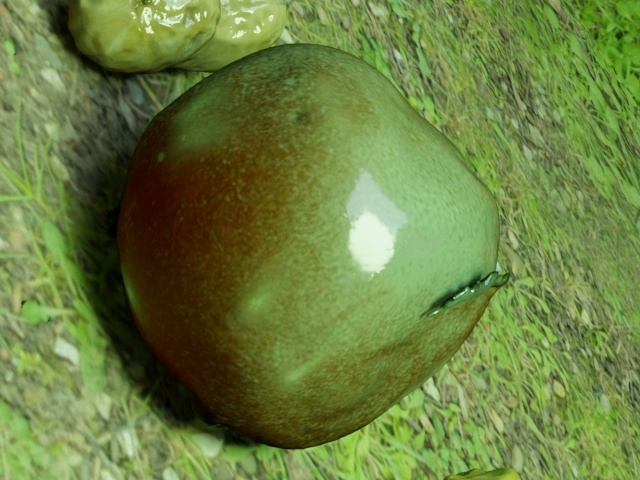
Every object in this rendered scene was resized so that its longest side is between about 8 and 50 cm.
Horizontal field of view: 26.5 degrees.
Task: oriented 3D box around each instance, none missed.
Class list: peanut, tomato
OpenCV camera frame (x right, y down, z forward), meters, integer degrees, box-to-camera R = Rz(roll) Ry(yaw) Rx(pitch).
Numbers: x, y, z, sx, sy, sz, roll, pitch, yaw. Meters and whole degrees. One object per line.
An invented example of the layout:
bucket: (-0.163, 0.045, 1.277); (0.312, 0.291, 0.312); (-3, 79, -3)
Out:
peanut: (-0.117, -0.186, 1.132); (0.229, 0.103, 0.098); (-14, 121, -58)
tomato: (0.000, 0.000, 1.024); (0.303, 0.239, 0.303); (38, 34, -32)

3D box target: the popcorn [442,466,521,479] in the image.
popcorn: (0.102, 0.291, 0.943); (0.237, 0.293, 0.293); (-18, 80, -24)
